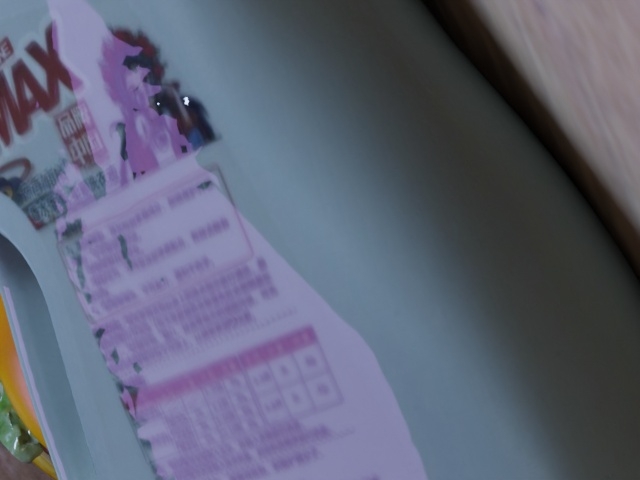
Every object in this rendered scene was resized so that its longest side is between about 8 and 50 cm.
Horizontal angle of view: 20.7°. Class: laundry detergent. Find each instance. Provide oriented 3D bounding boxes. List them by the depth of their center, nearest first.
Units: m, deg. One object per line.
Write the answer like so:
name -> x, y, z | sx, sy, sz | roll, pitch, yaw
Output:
laundry detergent -> -0.037, -0.014, 0.587 | 0.264, 0.125, 0.397 | -25, 90, 48

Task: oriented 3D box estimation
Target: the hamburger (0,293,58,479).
hamburger -> -0.105, 0.054, 1.113 | 0.246, 0.246, 0.170 | 57, 161, 2
